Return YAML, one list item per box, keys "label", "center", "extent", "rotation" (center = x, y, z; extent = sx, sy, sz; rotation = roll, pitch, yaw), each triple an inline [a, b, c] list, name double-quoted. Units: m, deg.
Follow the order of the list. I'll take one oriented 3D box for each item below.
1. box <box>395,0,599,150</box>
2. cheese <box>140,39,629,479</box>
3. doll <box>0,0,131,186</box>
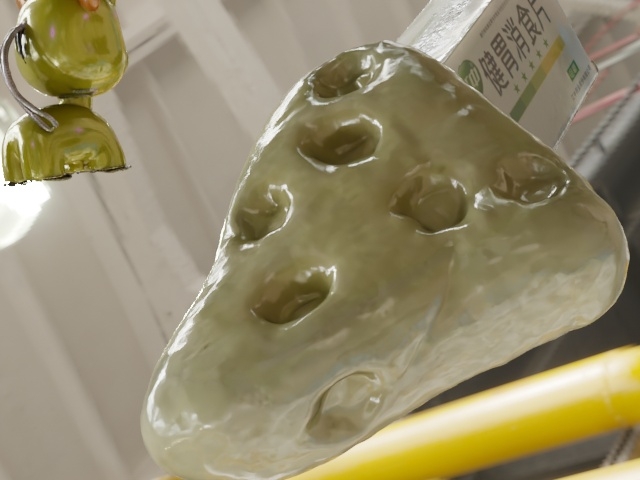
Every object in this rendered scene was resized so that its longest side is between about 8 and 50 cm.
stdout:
- label: "box"
  center: [0.160, -0.152, 1.589]
  extent: [0.173, 0.145, 0.333]
  rotation: [56, -140, -16]
- label: "cheese"
  center: [0.000, 0.000, 1.078]
  extent: [0.328, 0.351, 0.130]
  rotation: [56, 171, 46]
- label: "doll"
  center: [-0.239, -0.162, 1.351]
  extent: [0.135, 0.143, 0.221]
  rotation: [-7, -84, -37]
